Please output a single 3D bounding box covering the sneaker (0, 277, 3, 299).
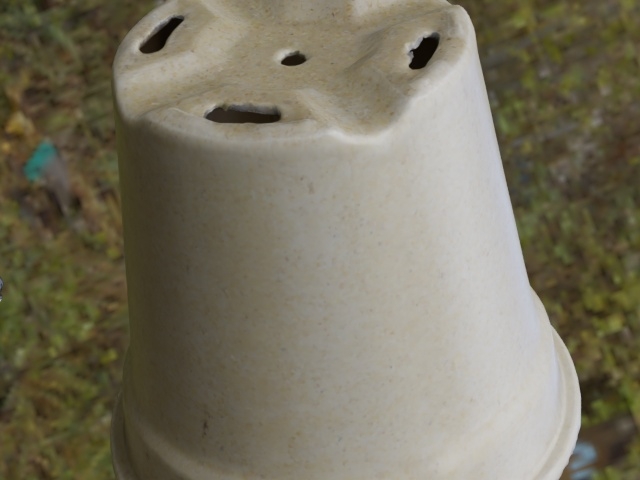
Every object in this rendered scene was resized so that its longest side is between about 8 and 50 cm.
[{"bbox_3d":[-0.137,0.023,0.595,0.083,0.036,0.032,-101,176,-45],"label":"sneaker"}]

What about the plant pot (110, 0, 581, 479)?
[{"bbox_3d":[0.000,0.000,1.040,0.334,0.333,0.306,-97,180,-53],"label":"plant pot"}]
